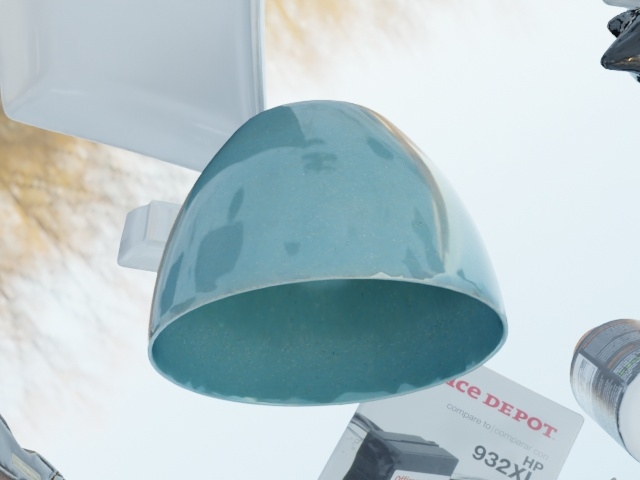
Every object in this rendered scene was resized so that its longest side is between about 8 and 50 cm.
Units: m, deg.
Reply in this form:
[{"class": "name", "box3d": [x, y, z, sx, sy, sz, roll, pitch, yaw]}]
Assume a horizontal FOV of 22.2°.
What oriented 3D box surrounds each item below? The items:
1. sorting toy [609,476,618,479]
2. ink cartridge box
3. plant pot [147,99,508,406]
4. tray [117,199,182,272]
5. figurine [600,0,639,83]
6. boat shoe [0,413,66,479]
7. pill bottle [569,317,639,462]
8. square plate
[{"class": "sorting toy", "box3d": [0.297, 0.344, 1.915, 0.274, 0.046, 0.132, -43, -167, 8]}, {"class": "ink cartridge box", "box3d": [0.110, 0.280, 1.723, 0.307, 0.223, 0.129, -59, 170, -22]}, {"class": "plant pot", "box3d": [0.000, 0.000, 1.353, 0.290, 0.290, 0.195, -23, -121, 35]}, {"class": "tray", "box3d": [-0.141, -0.003, 1.760, 0.145, 0.030, 0.270, 10, -169, -6]}, {"class": "figurine", "box3d": [0.309, -0.175, 1.191, 0.209, 0.092, 0.215, -5, -155, 12]}, {"class": "boat shoe", "box3d": [-0.324, 0.207, 1.478, 0.095, 0.257, 0.095, -25, -141, 10]}, {"class": "pill bottle", "box3d": [0.358, 0.162, 1.830, 0.130, 0.130, 0.245, -34, -167, -1]}, {"class": "square plate", "box3d": [-0.175, -0.248, 1.503, 0.347, 0.344, 0.049, 17, -152, 34]}]
